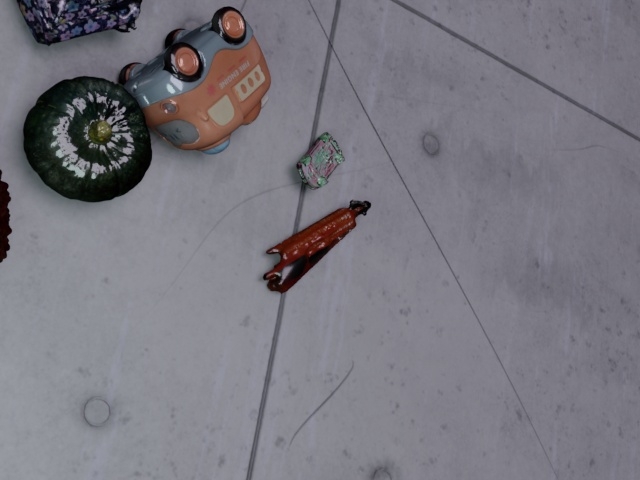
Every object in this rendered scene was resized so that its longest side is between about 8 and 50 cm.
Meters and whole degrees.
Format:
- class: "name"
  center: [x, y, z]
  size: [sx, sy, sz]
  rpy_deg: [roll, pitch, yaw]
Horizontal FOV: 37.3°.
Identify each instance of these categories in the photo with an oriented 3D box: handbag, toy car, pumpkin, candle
- class: "handbag"
  center: [-0.422, -0.447, 1.623]
  size: [0.208, 0.127, 0.228]
  rpy_deg: [-24, 84, -35]
- class: "toy car"
  center: [-0.209, -0.271, 1.702]
  size: [0.270, 0.181, 0.212]
  rpy_deg: [-47, 115, -34]
- class: "pumpkin"
  center: [-0.378, -0.166, 1.560]
  size: [0.212, 0.152, 0.211]
  rpy_deg: [-5, 100, -27]
- class: "candle"
  center: [0.000, 0.000, 1.842]
  size: [0.302, 0.059, 0.084]
  rpy_deg: [-35, 111, -33]
- class: "toy car"
  center: [-0.005, -0.156, 1.880]
  size: [0.069, 0.055, 0.142]
  rpy_deg: [56, 44, -20]

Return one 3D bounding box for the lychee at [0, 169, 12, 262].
- class: "lychee"
  center: [-0.582, -0.042, 1.319]
  size: [0.306, 0.306, 0.330]
  rpy_deg: [28, 39, -26]
